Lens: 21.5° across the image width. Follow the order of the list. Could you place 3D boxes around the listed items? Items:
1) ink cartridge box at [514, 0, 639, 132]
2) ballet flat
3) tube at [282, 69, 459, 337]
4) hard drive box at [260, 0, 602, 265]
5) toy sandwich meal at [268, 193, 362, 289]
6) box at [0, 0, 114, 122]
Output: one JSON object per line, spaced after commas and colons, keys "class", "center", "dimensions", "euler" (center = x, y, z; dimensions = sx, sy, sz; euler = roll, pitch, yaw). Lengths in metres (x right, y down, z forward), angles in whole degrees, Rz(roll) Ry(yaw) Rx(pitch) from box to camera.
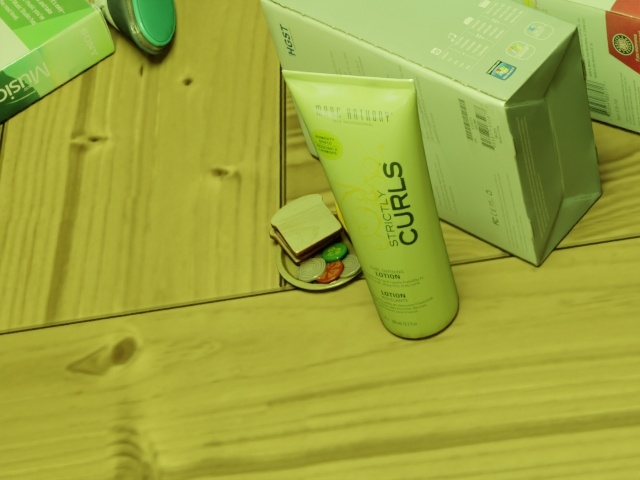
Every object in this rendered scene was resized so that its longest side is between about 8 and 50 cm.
{"class": "ink cartridge box", "center": [0.213, -0.184, 1.315], "dimensions": [0.176, 0.128, 0.127], "euler": [20, 59, 29]}
{"class": "ballet flat", "center": [-0.168, -0.235, 1.518], "dimensions": [0.074, 0.074, 0.203], "euler": [-9, 54, 9]}
{"class": "tube", "center": [0.043, -0.027, 1.159], "dimensions": [0.070, 0.240, 0.062], "euler": [-24, 46, -5]}
{"class": "hard drive box", "center": [0.083, -0.108, 1.256], "dimensions": [0.232, 0.181, 0.089], "euler": [28, 63, 32]}
{"class": "toy sandwich meal", "center": [0.000, 0.000, 1.289], "dimensions": [0.085, 0.029, 0.085], "euler": [-8, 49, 10]}
{"class": "box", "center": [-0.376, -0.160, 1.520], "dimensions": [0.322, 0.058, 0.232], "euler": [-35, 50, -12]}
